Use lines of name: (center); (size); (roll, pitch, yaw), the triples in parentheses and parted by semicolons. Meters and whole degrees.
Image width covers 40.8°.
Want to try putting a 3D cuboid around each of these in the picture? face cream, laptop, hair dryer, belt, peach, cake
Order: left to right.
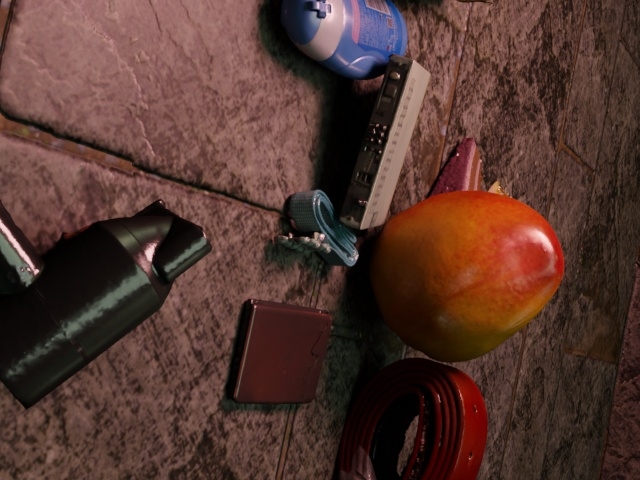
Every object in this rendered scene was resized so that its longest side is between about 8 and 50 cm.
hair dryer: (-0.272, -0.024, 0.832); (0.244, 0.116, 0.302); (-40, 118, -21)
laptop: (-0.060, 0.172, 1.306); (0.207, 0.026, 0.154); (15, 86, -55)
belt: (0.004, 0.000, 1.329); (0.179, 0.065, 0.100); (47, 49, -49)
face cream: (0.034, -0.318, 1.276); (0.264, 0.083, 0.149); (-2, 87, -56)
belt: (0.152, 0.363, 1.486); (0.115, 0.227, 0.324); (26, 86, -52)
cake: (0.275, -0.074, 1.686); (0.295, 0.112, 0.116); (-64, 145, -34)
peach: (0.245, 0.044, 1.449); (0.289, 0.289, 0.308); (-24, 158, -52)

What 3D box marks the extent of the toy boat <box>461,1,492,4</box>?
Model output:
toy boat: (0.178, -0.454, 1.393); (0.445, 0.162, 0.136); (-22, 114, -56)

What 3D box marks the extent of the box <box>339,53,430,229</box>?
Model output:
box: (0.104, -0.153, 1.374); (0.211, 0.045, 0.270); (-16, 124, -73)

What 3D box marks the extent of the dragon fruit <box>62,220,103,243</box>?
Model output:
dragon fruit: (-0.238, 0.035, 0.969); (0.126, 0.068, 0.112); (52, 55, -46)

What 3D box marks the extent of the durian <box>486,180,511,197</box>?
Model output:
durian: (0.416, 0.017, 1.922); (0.195, 0.185, 0.305); (-23, 109, -78)
